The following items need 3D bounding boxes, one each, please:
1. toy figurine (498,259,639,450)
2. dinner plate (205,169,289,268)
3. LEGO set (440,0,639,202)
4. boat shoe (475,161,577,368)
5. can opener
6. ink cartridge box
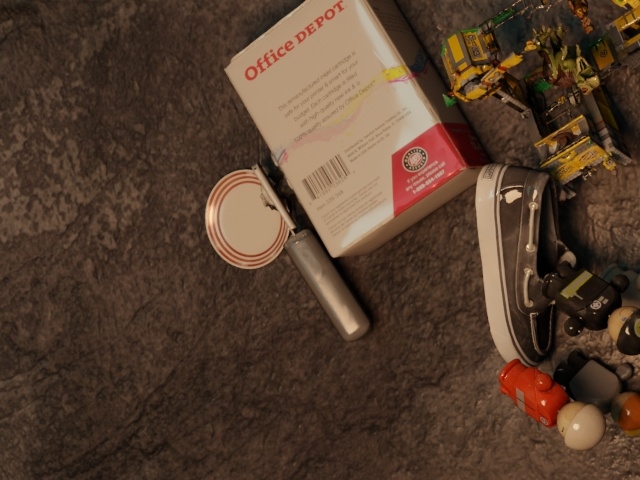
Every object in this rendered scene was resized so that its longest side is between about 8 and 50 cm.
[{"bbox_3d":[0.343,0.139,1.885,0.148,0.209,0.213,34,109,34],"label":"toy figurine"},{"bbox_3d":[-0.101,-0.030,2.223,0.141,0.017,0.141,2,93,28],"label":"dinner plate"},{"bbox_3d":[0.323,-0.189,1.847,0.331,0.255,0.192,-28,57,19],"label":"LEGO set"},{"bbox_3d":[0.266,0.038,1.927,0.102,0.108,0.301,6,125,28],"label":"boat shoe"},{"bbox_3d":[0.000,0.000,2.135,0.095,0.076,0.283,-34,83,3],"label":"can opener"},{"bbox_3d":[0.051,-0.162,2.064,0.226,0.131,0.306,-34,76,23],"label":"ink cartridge box"}]
